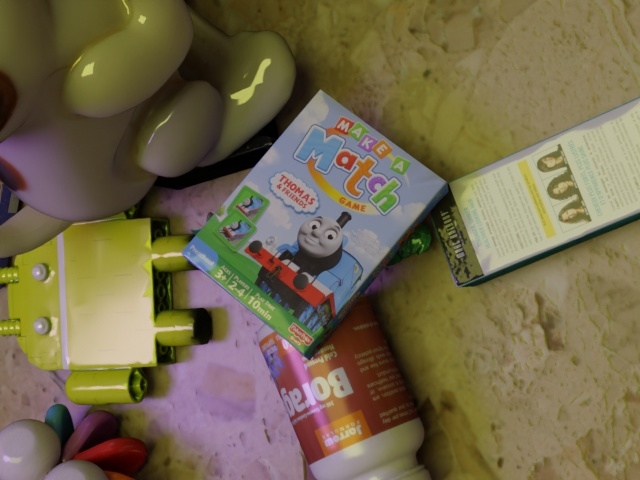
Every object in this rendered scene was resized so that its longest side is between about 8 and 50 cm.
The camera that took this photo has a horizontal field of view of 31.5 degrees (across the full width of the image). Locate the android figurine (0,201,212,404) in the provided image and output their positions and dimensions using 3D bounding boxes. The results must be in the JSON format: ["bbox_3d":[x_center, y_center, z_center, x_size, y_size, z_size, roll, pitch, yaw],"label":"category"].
[{"bbox_3d":[-0.254,0.062,1.294,0.272,0.056,0.248,-3,87,22],"label":"android figurine"}]

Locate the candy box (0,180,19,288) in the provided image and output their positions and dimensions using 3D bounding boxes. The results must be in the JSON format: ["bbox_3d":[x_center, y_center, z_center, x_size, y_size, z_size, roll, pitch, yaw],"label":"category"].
[{"bbox_3d":[-0.518,-0.102,1.377,0.317,0.122,0.268,12,93,23],"label":"candy box"}]

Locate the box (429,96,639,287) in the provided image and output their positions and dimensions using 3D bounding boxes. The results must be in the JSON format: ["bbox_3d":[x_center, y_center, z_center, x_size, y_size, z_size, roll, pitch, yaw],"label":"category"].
[{"bbox_3d":[0.229,-0.044,1.082,0.244,0.060,0.101,-24,78,21],"label":"box"}]

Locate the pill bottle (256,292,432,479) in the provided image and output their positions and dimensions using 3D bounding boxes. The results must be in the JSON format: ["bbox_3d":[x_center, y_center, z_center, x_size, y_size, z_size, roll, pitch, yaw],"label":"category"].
[{"bbox_3d":[0.029,0.165,1.128,0.121,0.121,0.216,-28,77,20],"label":"pill bottle"}]

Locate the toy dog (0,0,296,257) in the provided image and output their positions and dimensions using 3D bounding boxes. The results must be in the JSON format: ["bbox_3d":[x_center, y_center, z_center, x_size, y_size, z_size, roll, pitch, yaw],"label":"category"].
[{"bbox_3d":[-0.286,-0.170,1.042,0.395,0.408,0.284,-43,72,14],"label":"toy dog"}]

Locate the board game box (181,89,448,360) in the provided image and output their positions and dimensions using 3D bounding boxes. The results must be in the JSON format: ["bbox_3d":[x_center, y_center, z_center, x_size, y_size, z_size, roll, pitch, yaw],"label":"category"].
[{"bbox_3d":[-0.005,-0.018,1.091,0.160,0.039,0.211,38,83,16],"label":"board game box"}]

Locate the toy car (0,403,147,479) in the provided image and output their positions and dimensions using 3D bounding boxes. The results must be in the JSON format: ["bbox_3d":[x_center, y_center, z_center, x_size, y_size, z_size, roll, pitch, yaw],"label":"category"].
[{"bbox_3d":[-0.265,0.252,1.256,0.182,0.159,0.136,33,66,22],"label":"toy car"}]

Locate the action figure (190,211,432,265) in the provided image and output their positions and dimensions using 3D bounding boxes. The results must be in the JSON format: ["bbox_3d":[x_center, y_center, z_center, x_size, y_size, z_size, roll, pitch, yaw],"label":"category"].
[{"bbox_3d":[0.000,0.000,1.163,0.232,0.137,0.064,1,76,15],"label":"action figure"}]

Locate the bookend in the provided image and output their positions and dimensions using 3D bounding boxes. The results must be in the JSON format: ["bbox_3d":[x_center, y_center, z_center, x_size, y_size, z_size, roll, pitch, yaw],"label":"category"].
[{"bbox_3d":[-0.122,-0.151,1.233,0.156,0.072,0.157,-16,81,21],"label":"bookend"}]
